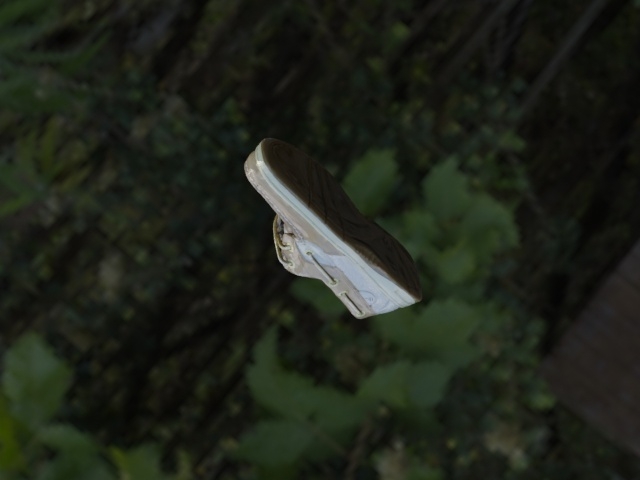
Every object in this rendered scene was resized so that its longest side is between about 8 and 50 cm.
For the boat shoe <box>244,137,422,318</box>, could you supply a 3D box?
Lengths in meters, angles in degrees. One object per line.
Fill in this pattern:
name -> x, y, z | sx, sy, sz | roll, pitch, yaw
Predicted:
boat shoe -> 0.000, 0.000, 0.972 | 0.135, 0.045, 0.050 | 44, -154, -34
